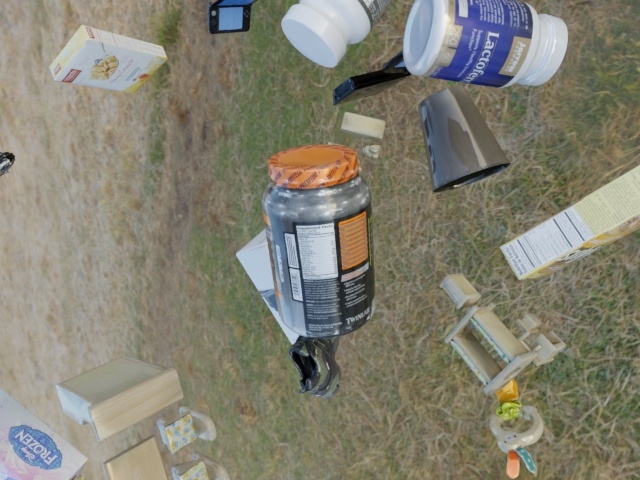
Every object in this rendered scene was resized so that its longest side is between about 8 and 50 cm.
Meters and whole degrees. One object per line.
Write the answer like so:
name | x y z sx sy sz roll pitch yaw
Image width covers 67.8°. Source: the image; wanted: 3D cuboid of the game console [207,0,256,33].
game console | -0.241 -0.652 1.371 0.085 0.143 0.124 39 136 33

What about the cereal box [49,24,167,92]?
cereal box | -0.548 -0.464 1.245 0.172 0.240 0.048 -28 83 32

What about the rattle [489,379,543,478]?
rattle | 0.460 0.432 1.132 0.130 0.199 0.143 10 117 27

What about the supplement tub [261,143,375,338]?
supplement tub | 0.000 0.000 0.921 0.207 0.207 0.338 22 126 43

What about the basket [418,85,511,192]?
basket | 0.349 -0.263 1.220 0.204 0.154 0.227 -18 82 6

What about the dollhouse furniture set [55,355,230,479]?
dollhouse furniture set | -0.387 0.472 1.011 0.256 0.361 0.395 -6 100 47

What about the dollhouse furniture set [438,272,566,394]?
dollhouse furniture set | 0.301 0.156 0.845 0.182 0.160 0.101 56 130 35

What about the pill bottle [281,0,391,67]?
pill bottle | 0.075 -0.634 1.189 0.210 0.210 0.363 32 86 38

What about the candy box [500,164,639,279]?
candy box | 0.560 -0.027 0.999 0.316 0.182 0.088 -38 64 29

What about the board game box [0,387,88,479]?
board game box | -0.500 0.300 0.672 0.317 0.066 0.319 36 125 4

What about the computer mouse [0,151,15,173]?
computer mouse | -0.820 -0.136 1.034 0.188 0.272 0.072 -6 96 49

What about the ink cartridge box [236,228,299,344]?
ink cartridge box | -0.071 0.120 1.679 0.166 0.285 0.395 -16 111 39

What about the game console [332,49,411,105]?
game console | 0.190 -0.449 1.245 0.361 0.213 0.044 -13 99 61

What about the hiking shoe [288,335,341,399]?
hiking shoe | -0.016 0.225 1.041 0.086 0.114 0.227 -28 54 28

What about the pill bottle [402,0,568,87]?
pill bottle | 0.300 -0.367 0.877 0.153 0.264 0.153 -177 90 -77

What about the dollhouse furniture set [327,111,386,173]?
dollhouse furniture set | 0.088 -0.253 1.319 0.123 0.143 0.152 104 179 -82
